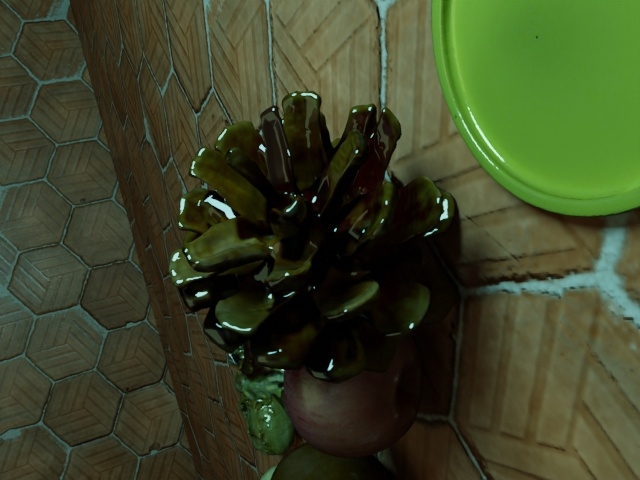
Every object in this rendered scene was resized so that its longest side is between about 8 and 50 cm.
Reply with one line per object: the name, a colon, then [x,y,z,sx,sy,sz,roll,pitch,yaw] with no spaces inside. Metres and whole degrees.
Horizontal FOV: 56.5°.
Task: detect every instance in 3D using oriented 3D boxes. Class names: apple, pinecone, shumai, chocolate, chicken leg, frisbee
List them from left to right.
chicken leg: [-0.109,0.264,1.032,0.228,0.088,0.103,60,165,24]
shumai: [-0.028,0.172,0.734,0.184,0.141,0.184,169,90,-67]
pinecone: [0.000,-0.002,0.458,0.202,0.228,0.201,49,153,37]
chocolate: [0.020,0.317,0.694,0.177,0.176,0.177,44,141,50]
apple: [0.033,0.132,0.574,0.120,0.153,0.153,4,112,26]
frisbee: [0.140,-0.129,0.341,0.236,0.017,0.236,44,142,49]

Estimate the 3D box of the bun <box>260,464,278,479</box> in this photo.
bun: [-0.056,0.477,1.008,0.164,0.111,0.188,29,126,54]
